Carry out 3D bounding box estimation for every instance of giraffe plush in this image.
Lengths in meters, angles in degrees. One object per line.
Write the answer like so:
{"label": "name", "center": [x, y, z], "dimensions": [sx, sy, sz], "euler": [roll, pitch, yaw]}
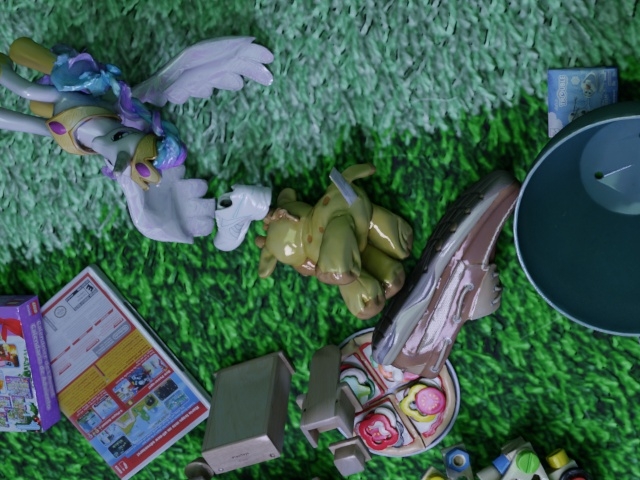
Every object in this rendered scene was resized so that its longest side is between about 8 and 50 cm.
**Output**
{"label": "giraffe plush", "center": [0.000, 0.000, 1.837], "dimensions": [0.170, 0.181, 0.210], "euler": [-10, 116, 39]}

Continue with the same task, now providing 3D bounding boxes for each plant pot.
{"label": "plant pot", "center": [0.391, -0.055, 1.678], "dimensions": [0.290, 0.195, 0.290], "euler": [5, 118, 10]}

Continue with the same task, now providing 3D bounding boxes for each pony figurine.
{"label": "pony figurine", "center": [-0.265, -0.153, 1.781], "dimensions": [0.363, 0.351, 0.303], "euler": [24, 108, 26]}

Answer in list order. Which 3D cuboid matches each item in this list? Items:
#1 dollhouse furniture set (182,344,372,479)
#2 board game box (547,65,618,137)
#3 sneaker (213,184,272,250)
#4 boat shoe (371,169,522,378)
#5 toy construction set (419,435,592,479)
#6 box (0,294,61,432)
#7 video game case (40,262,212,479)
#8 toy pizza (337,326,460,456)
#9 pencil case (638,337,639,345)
{"label": "dollhouse furniture set", "center": [-0.019, 0.346, 1.991], "dimensions": [0.303, 0.174, 0.356], "euler": [-19, 125, 19]}
{"label": "board game box", "center": [0.341, -0.180, 1.758], "dimensions": [0.090, 0.020, 0.090], "euler": [0, 106, 15]}
{"label": "sneaker", "center": [-0.121, -0.037, 1.874], "dimensions": [0.061, 0.054, 0.152], "euler": [16, 144, -20]}
{"label": "boat shoe", "center": [0.189, 0.050, 1.823], "dimensions": [0.116, 0.123, 0.324], "euler": [29, 115, -6]}
{"label": "toy construction set", "center": [0.290, 0.409, 1.879], "dimensions": [0.215, 0.151, 0.328], "euler": [-28, 107, -5]}
{"label": "box", "center": [-0.546, 0.186, 2.056], "dimensions": [0.293, 0.057, 0.201], "euler": [-1, 107, 22]}
{"label": "video game case", "center": [-0.318, 0.201, 2.037], "dimensions": [0.204, 0.025, 0.285], "euler": [-39, 93, 21]}
{"label": "toy pizza", "center": [0.098, 0.220, 1.933], "dimensions": [0.201, 0.032, 0.201], "euler": [4, 107, 13]}
{"label": "pencil case", "center": [0.485, 0.209, 1.807], "dimensions": [0.088, 0.086, 0.206], "euler": [-19, 105, -16]}
